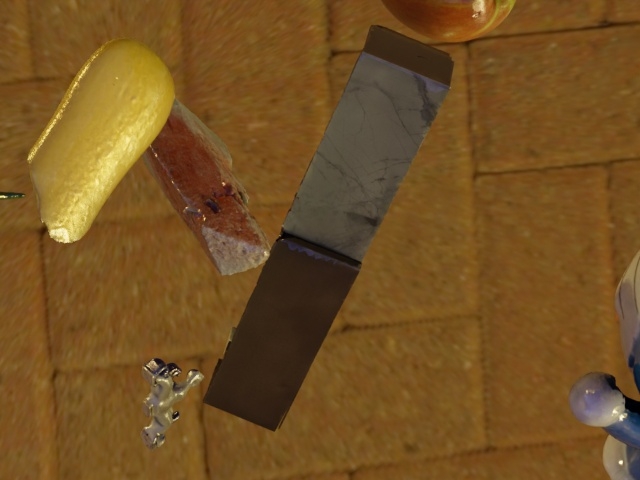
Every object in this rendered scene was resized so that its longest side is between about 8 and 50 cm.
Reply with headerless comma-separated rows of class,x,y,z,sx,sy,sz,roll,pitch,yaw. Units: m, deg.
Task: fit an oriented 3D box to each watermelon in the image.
watermelon,-0.133,-0.059,1.752,0.094,0.154,0.241,-31,56,-1

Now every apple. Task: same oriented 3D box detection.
apple,0.153,-0.338,1.895,0.196,0.196,0.195,-1,94,-7

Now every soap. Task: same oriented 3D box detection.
soap,-0.178,-0.081,1.242,0.089,0.033,0.168,44,75,-33

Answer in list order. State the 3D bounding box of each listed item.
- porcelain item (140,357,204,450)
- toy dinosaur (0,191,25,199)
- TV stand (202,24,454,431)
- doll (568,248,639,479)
porcelain item,-0.151,0.156,1.629,0.075,0.136,0.021,-31,58,-31
toy dinosaur,-0.524,-0.067,1.837,0.447,0.301,0.087,-20,68,-34
TV stand,0.000,0.000,0.843,0.049,0.040,0.256,22,129,-4
doll,0.243,0.064,0.894,0.215,0.257,0.161,-19,60,-17
